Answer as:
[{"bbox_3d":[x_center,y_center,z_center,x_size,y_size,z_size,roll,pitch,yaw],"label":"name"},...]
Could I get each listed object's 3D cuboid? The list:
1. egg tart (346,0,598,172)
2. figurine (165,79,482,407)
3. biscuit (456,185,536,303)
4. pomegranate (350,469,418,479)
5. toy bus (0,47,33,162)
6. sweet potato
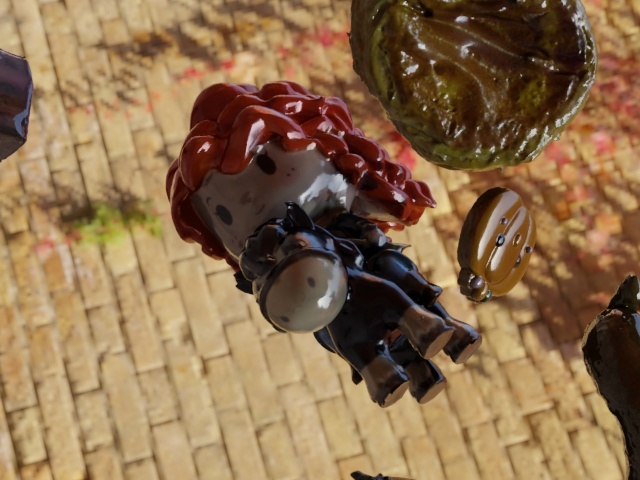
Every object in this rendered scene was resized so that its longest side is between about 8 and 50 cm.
[{"bbox_3d":[0.221,-0.262,1.937,0.153,0.352,0.339,-128,-158,-80],"label":"egg tart"},{"bbox_3d":[-0.001,0.006,1.418,0.241,0.306,0.411,-61,-147,28],"label":"figurine"},{"bbox_3d":[0.253,0.014,1.890,0.050,0.170,0.170,19,-50,38],"label":"biscuit"},{"bbox_3d":[0.088,0.366,1.480,0.156,0.156,0.220,119,-30,-76],"label":"pomegranate"},{"bbox_3d":[-0.482,-0.188,1.491,0.112,0.317,0.138,-22,-124,47],"label":"toy bus"},{"bbox_3d":[0.313,0.186,1.263,0.124,0.098,0.310,-5,-89,56],"label":"sweet potato"}]
